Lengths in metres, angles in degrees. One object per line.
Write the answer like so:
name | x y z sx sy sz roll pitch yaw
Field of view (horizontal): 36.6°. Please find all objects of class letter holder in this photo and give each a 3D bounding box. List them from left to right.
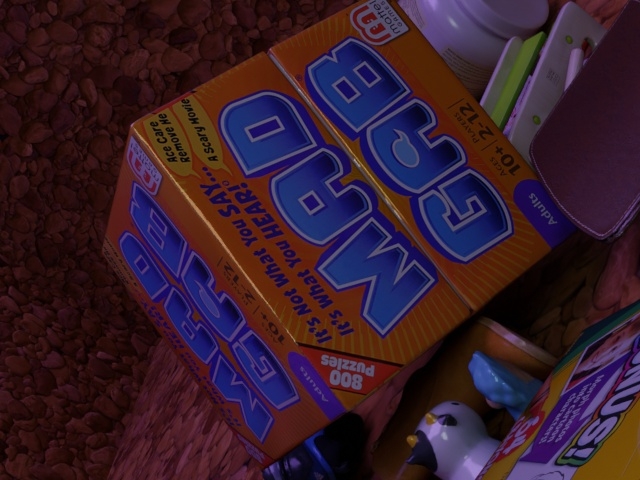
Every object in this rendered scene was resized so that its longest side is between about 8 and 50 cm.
letter holder | 0.342 -0.088 0.934 0.214 0.152 0.302 -56 13 17

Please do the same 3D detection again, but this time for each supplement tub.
supplement tub | 0.236 -0.367 1.775 0.325 0.235 0.235 -43 19 47

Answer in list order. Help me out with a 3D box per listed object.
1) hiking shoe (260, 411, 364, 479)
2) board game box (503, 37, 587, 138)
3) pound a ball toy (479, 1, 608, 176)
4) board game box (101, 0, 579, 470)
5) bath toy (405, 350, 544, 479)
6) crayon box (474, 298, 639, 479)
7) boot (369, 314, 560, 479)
hiking shoe | 0.010 0.287 1.439 0.132 0.113 0.304 -21 18 15
board game box | 0.333 -0.232 1.524 0.193 0.045 0.147 -63 14 -22
pound a ball toy | 0.310 -0.158 1.252 0.208 0.135 0.319 -26 32 56
board game box | 0.000 0.000 1.156 0.356 0.356 0.356 -34 -8 -27
bath toy | 0.102 0.276 0.930 0.348 0.129 0.151 -57 37 10
crayon box | 0.232 0.135 0.634 0.363 0.106 0.313 -41 -3 -40
boot | 0.149 0.196 1.077 0.211 0.104 0.295 -57 3 -9
